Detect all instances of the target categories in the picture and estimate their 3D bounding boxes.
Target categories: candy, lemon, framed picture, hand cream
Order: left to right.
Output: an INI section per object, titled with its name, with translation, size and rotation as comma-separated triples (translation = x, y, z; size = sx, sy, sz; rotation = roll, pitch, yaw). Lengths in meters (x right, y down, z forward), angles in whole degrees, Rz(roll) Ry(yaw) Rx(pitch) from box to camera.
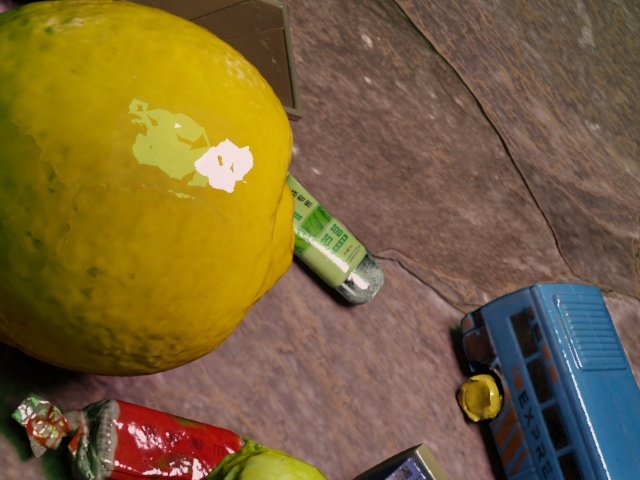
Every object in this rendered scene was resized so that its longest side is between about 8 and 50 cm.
[lemon]
translation = -0.187, -0.046, 1.025
size = 0.348, 0.348, 0.348
rotation = 22, 51, -29
[candy]
translation = -0.147, 0.201, 1.091
size = 0.292, 0.059, 0.086
rotation = 21, 50, -31
[framed picture]
translation = -0.135, -0.251, 1.428
size = 0.250, 0.016, 0.184
rotation = 13, 56, -36
[hand cream]
translation = 0.000, 0.000, 1.358
size = 0.175, 0.046, 0.095
rotation = 45, 46, -6

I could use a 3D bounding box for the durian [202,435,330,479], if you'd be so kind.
[durian]
translation = -0.024, 0.336, 0.947
size = 0.256, 0.204, 0.339
rotation = 37, 54, -55

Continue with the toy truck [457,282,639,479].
[toy truck]
translation = 0.292, 0.242, 1.369
size = 0.161, 0.162, 0.384
rotation = 5, 61, -41

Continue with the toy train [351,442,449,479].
[toy train]
translation = 0.098, 0.357, 1.149
size = 0.202, 0.131, 0.299
rotation = -28, 84, -49

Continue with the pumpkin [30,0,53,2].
[pumpkin]
translation = -0.300, -0.348, 1.259
size = 0.202, 0.140, 0.202
rotation = 24, 50, -32
